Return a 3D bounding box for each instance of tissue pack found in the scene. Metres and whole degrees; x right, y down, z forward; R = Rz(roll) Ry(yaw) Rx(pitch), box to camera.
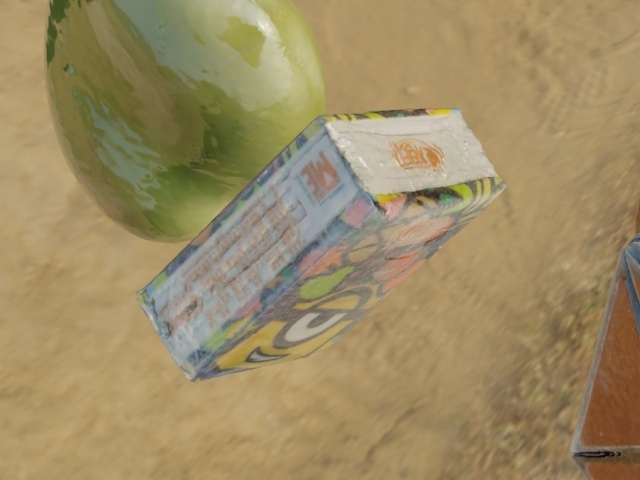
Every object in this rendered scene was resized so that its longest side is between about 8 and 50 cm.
[{"bbox_3d":[0.000,0.000,0.894,0.148,0.108,0.060,-44,70,35],"label":"tissue pack"}]

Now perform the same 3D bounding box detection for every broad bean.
[{"bbox_3d":[-0.082,-0.103,1.130,0.189,0.121,0.263,42,151,1],"label":"broad bean"}]

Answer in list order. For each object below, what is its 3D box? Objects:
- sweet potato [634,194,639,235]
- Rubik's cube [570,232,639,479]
[{"bbox_3d":[0.321,-0.060,1.719,0.058,0.055,0.202,3,67,43],"label":"sweet potato"},{"bbox_3d":[0.377,0.130,1.483,0.259,0.260,0.255,51,146,39],"label":"Rubik's cube"}]
